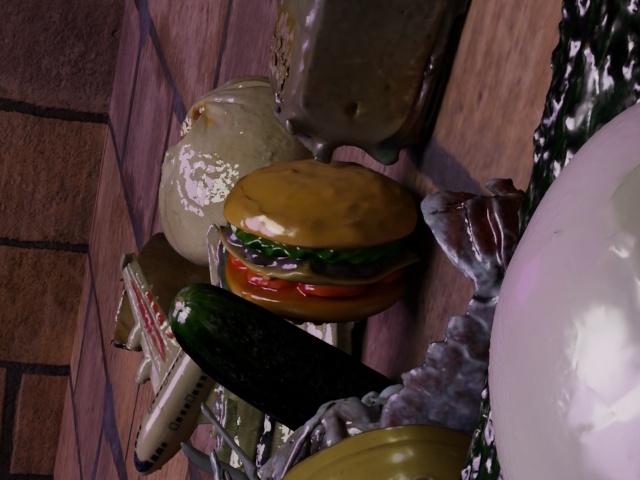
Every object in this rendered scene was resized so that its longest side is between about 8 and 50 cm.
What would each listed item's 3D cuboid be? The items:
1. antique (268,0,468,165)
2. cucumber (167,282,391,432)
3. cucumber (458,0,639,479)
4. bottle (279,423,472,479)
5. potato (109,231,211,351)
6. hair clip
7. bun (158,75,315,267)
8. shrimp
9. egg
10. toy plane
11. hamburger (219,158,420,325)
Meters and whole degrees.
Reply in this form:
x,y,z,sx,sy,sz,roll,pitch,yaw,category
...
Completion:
x,y,z,sx,sy,sz,roll,pitch,yaw,category
0.040,-0.201,0.979,0.150,0.125,0.284,-122,40,-63,antique
-0.025,0.102,0.971,0.074,0.241,0.074,-27,47,32,cucumber
0.122,0.040,0.587,0.096,0.096,0.360,171,115,-72,cucumber
0.072,0.268,0.651,0.351,0.171,0.172,-109,30,-54,bottle
-0.127,0.048,1.379,0.243,0.138,0.098,-64,-14,-72,potato
-0.026,0.135,1.121,0.091,0.138,0.321,23,-111,-69,hair clip
-0.100,-0.083,1.298,0.222,0.127,0.222,-39,33,31,bun
0.027,0.139,0.860,0.410,0.221,0.166,-48,63,34,shrimp
0.150,0.043,0.458,0.183,0.183,0.217,117,156,-49,egg
-0.115,0.121,1.233,0.104,0.242,0.256,-31,-30,-61,toy plane
0.000,0.000,1.004,0.162,0.162,0.115,-126,36,-65,hamburger
